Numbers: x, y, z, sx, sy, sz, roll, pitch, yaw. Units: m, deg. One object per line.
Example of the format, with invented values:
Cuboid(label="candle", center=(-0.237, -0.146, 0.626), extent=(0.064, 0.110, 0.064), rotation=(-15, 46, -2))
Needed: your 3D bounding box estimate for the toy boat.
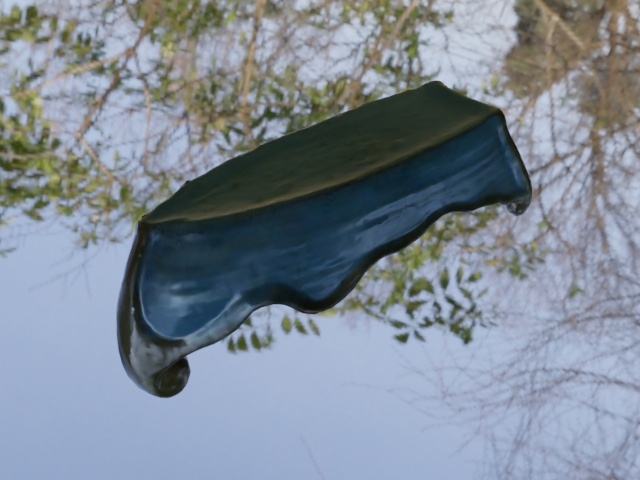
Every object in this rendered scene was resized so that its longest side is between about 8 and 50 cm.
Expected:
Cuboid(label="toy boat", center=(0.000, 0.000, 0.378), extent=(0.185, 0.077, 0.075), rotation=(-25, -148, -20))
